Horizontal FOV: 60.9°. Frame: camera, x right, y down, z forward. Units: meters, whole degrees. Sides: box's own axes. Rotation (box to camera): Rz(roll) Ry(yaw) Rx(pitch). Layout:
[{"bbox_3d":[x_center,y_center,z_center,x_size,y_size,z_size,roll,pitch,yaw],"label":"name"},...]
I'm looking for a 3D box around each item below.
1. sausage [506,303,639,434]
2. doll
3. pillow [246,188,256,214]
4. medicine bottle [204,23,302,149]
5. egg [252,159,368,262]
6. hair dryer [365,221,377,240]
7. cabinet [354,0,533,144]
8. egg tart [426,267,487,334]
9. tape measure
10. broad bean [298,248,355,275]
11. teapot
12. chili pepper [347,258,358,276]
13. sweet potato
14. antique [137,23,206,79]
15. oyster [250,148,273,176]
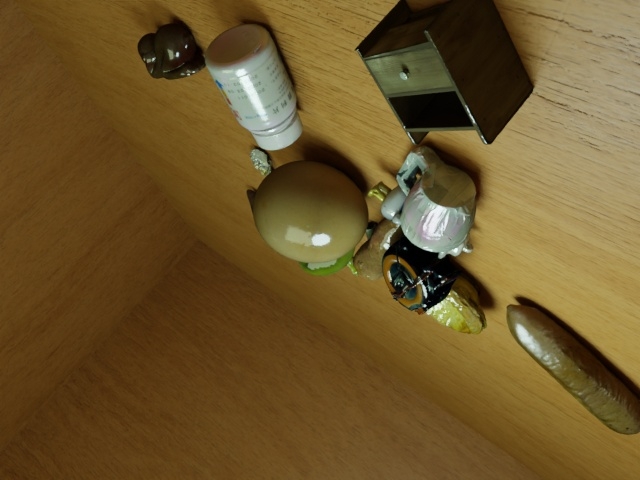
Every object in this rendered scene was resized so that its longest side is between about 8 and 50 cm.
[{"bbox_3d":[0.696,0.351,1.477,0.501,0.123,0.136,42,-168,-5],"label":"sausage"},{"bbox_3d":[0.255,-0.054,1.376,0.293,0.138,0.119,33,129,12],"label":"doll"},{"bbox_3d":[-0.177,-0.057,2.322,0.305,0.108,0.308,34,160,35],"label":"pillow"},{"bbox_3d":[-0.154,-0.371,1.361,0.170,0.170,0.293,28,158,34],"label":"medicine bottle"},{"bbox_3d":[-0.028,-0.083,1.604,0.374,0.301,0.301,19,154,36],"label":"egg"},{"bbox_3d":[0.218,-0.001,1.745,0.154,0.054,0.106,15,147,34],"label":"hair dryer"},{"bbox_3d":[0.198,-0.277,0.889,0.175,0.148,0.215,14,149,55],"label":"cabinet"},{"bbox_3d":[0.389,0.165,1.656,0.294,0.123,0.294,39,165,13],"label":"egg tart"},{"bbox_3d":[0.260,0.088,1.479,0.202,0.135,0.223,53,148,24],"label":"tape measure"},{"bbox_3d":[0.007,0.007,1.931,0.238,0.119,0.291,36,132,12],"label":"broad bean"},{"bbox_3d":[0.272,-0.105,1.235,0.163,0.221,0.178,1,149,-3],"label":"teapot"},{"bbox_3d":[0.093,0.064,2.151,0.208,0.043,0.049,47,-174,-10],"label":"chili pepper"},{"bbox_3d":[0.206,0.009,1.621,0.131,0.131,0.336,39,149,4],"label":"sweet potato"},{"bbox_3d":[-0.454,-0.561,1.614,0.257,0.121,0.143,19,146,49],"label":"antique"},{"bbox_3d":[-0.197,-0.267,1.934,0.146,0.045,0.121,49,165,-5],"label":"oyster"}]
